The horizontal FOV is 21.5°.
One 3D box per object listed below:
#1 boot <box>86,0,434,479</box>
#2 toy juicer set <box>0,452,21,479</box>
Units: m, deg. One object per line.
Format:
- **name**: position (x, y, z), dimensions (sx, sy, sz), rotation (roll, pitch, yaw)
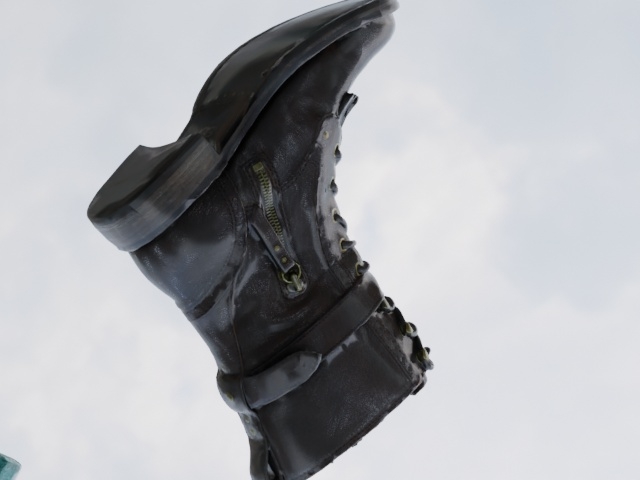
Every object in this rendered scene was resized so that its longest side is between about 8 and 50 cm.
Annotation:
- **boot**: position (0.000, 0.000, 1.032), dimensions (0.263, 0.229, 0.091), rotation (-44, -158, -20)
- **toy juicer set**: position (-0.213, 0.046, 0.550), dimensions (0.329, 0.209, 0.089), rotation (3, -111, 44)
